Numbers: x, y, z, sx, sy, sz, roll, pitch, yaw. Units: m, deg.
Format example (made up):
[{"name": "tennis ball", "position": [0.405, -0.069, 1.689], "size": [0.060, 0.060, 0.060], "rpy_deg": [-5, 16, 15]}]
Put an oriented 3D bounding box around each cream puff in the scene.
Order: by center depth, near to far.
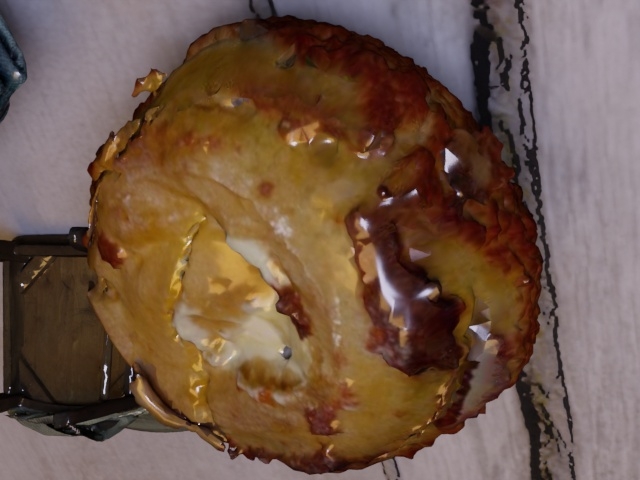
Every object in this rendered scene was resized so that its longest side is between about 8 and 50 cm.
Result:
[{"name": "cream puff", "position": [0.004, 0.003, 0.780], "size": [0.351, 0.229, 0.350], "rpy_deg": [18, 123, 29]}]

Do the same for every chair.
[{"name": "chair", "position": [-0.206, 0.088, 0.978], "size": [0.160, 0.319, 0.186], "rpy_deg": [-2, 84, 15]}]

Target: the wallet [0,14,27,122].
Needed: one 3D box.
[{"name": "wallet", "position": [-0.371, -0.111, 0.834], "size": [0.342, 0.075, 0.237], "rpy_deg": [-39, 78, 37]}]
